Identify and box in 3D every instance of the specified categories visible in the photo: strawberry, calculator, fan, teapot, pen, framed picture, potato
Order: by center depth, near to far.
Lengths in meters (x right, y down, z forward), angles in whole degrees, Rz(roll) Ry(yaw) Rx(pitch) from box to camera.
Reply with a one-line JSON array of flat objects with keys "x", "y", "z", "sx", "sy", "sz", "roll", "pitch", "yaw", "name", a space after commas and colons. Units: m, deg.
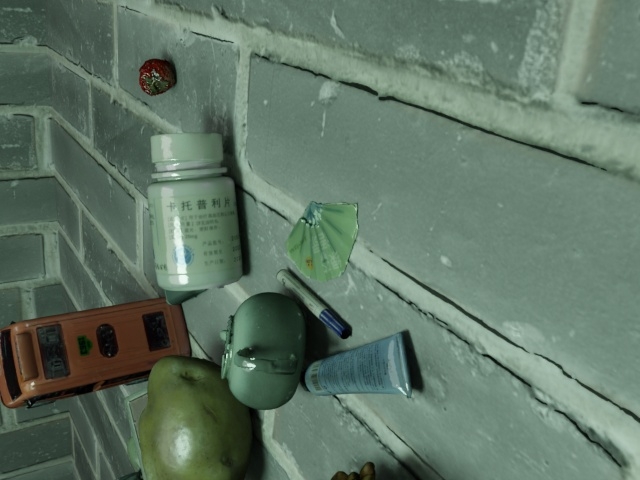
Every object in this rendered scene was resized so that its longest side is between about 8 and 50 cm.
[{"x": 0.000, "y": 0.000, "z": 1.071, "sx": 0.240, "sy": 0.009, "sz": 0.131, "roll": -29, "pitch": 75, "yaw": 57, "name": "fan"}, {"x": -0.014, "y": 0.102, "z": 1.103, "sx": 0.204, "sy": 0.025, "sz": 0.025, "roll": 38, "pitch": 129, "yaw": 48, "name": "pen"}, {"x": -0.099, "y": 0.181, "z": 1.119, "sx": 0.294, "sy": 0.129, "sz": 0.193, "roll": 180, "pitch": 97, "yaw": -80, "name": "teapot"}, {"x": -0.251, "y": 0.394, "z": 1.375, "sx": 0.243, "sy": 0.221, "sz": 0.326, "roll": -33, "pitch": 59, "yaw": 45, "name": "potato"}, {"x": -0.368, "y": -0.372, "z": 1.523, "sx": 0.096, "sy": 0.083, "sz": 0.083, "roll": -92, "pitch": 14, "yaw": -55, "name": "strawberry"}, {"x": -0.326, "y": 0.071, "z": 1.586, "sx": 0.246, "sy": 0.045, "sz": 0.141, "roll": -28, "pitch": 73, "yaw": 57, "name": "calculator"}, {"x": -0.386, "y": 0.505, "z": 1.726, "sx": 0.232, "sy": 0.019, "sz": 0.296, "roll": -28, "pitch": 71, "yaw": 26, "name": "framed picture"}]

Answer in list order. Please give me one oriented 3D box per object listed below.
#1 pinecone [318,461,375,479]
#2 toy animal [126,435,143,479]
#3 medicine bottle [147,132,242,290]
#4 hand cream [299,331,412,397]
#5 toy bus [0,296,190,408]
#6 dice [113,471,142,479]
[{"x": 0.021, "y": 0.503, "z": 0.845, "sx": 0.384, "sy": 0.384, "sz": 0.384, "roll": 21, "pitch": 115, "yaw": 55, "name": "pinecone"}, {"x": -0.449, "y": 0.598, "z": 1.847, "sx": 0.225, "sy": 0.121, "sz": 0.094, "roll": 46, "pitch": 134, "yaw": 42, "name": "toy animal"}, {"x": -0.243, "y": -0.057, "z": 1.302, "sx": 0.170, "sy": 0.170, "sz": 0.293, "roll": 4, "pitch": 99, "yaw": 58, "name": "medicine bottle"}, {"x": 0.048, "y": 0.196, "z": 0.997, "sx": 0.256, "sy": 0.055, "sz": 0.088, "roll": -27, "pitch": 63, "yaw": 55, "name": "hand cream"}, {"x": -0.546, "y": 0.264, "z": 1.633, "sx": 0.233, "sy": 0.427, "sz": 0.203, "roll": -32, "pitch": 70, "yaw": 54, "name": "toy bus"}, {"x": -0.558, "y": 0.832, "z": 1.786, "sx": 0.348, "sy": 0.330, "sz": 0.328, "roll": 60, "pitch": 167, "yaw": 3, "name": "dice"}]
